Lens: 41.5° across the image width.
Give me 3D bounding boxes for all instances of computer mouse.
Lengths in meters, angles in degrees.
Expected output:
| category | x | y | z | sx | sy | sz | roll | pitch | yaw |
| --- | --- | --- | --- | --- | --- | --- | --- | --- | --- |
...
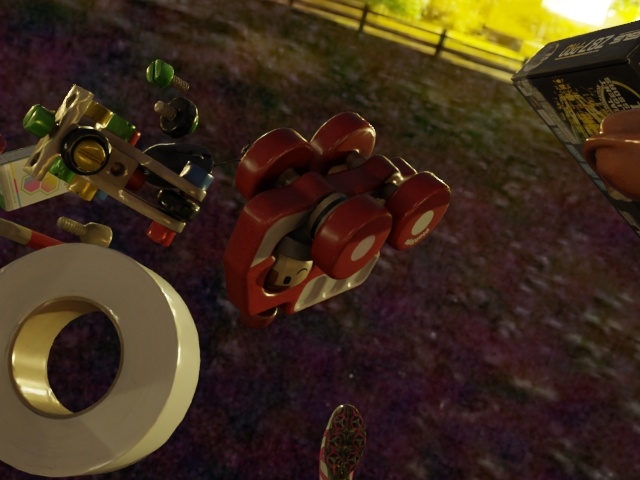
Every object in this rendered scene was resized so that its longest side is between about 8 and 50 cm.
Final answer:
| category | x | y | z | sx | sy | sz | roll | pitch | yaw |
| --- | --- | --- | --- | --- | --- | --- | --- | --- | --- |
| computer mouse | -0.149 | -0.121 | 1.240 | 0.242 | 0.041 | 0.071 | -8 | 49 | -18 |

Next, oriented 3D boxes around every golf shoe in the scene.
| category | x | y | z | sx | sy | sz | roll | pitch | yaw |
| --- | --- | --- | --- | --- | --- | --- | --- | --- | --- |
| golf shoe | 0.024 | 0.346 | 1.322 | 0.067 | 0.186 | 0.086 | 6 | 0 | -19 |

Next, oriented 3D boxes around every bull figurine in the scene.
| category | x | y | z | sx | sy | sz | roll | pitch | yaw |
| --- | --- | --- | --- | --- | --- | --- | --- | --- | --- |
| bull figurine | 0.397 | -0.062 | 0.752 | 0.310 | 0.101 | 0.188 | 12 | -6 | 22 |

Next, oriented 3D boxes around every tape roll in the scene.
| category | x | y | z | sx | sy | sz | roll | pitch | yaw |
| --- | --- | --- | --- | --- | --- | --- | --- | --- | --- |
| tape roll | -0.300 | 0.148 | 1.058 | 0.286 | 0.286 | 0.100 | 20 | -9 | 13 |

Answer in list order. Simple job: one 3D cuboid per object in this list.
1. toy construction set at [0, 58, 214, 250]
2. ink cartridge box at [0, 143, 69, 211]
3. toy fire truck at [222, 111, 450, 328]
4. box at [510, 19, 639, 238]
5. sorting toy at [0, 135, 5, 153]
| category | x | y | z | sx | sy | sz | roll | pitch | yaw |
| --- | --- | --- | --- | --- | --- | --- | --- | --- | --- |
| toy construction set | -0.326 | -0.092 | 1.117 | 0.237 | 0.309 | 0.257 | 27 | 27 | -46 |
| ink cartridge box | -0.617 | -0.153 | 1.872 | 0.209 | 0.109 | 0.062 | -24 | 37 | -34 |
| toy fire truck | 0.000 | 0.000 | 1.041 | 0.169 | 0.254 | 0.302 | 41 | 38 | 23 |
| box | 0.468 | -0.112 | 1.140 | 0.395 | 0.097 | 0.318 | 47 | -2 | -14 |
| sorting toy | -0.596 | -0.169 | 1.338 | 0.127 | 0.126 | 0.365 | 2 | 32 | -34 |
